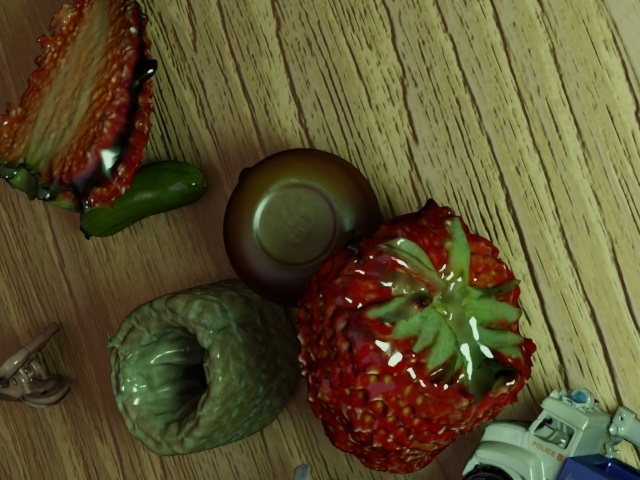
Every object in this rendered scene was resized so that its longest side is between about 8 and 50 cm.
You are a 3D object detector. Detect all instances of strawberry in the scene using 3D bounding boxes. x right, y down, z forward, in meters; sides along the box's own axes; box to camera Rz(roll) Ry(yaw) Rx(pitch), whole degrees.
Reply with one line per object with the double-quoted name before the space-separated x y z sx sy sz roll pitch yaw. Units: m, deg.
"strawberry" 0.083 0.108 1.606 0.258 0.261 0.261 -35 75 47
"strawberry" -0.271 -0.169 1.976 0.233 0.138 0.306 15 74 41

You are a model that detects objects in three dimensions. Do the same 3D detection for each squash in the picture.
"squash" -0.235 -0.055 2.009 0.258 0.069 0.069 -18 87 44

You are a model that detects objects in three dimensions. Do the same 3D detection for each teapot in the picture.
"teapot" 0.000 0.000 1.768 0.252 0.135 0.178 41 97 9

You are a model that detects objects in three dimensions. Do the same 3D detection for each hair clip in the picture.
"hair clip" -0.425 0.176 2.221 0.138 0.123 0.102 5 123 39

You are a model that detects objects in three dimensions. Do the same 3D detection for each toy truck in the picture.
"toy truck" 0.252 0.239 1.553 0.213 0.161 0.177 28 101 30

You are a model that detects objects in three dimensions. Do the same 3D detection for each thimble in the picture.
"thimble" -0.144 0.155 1.914 0.229 0.148 0.196 -22 84 46

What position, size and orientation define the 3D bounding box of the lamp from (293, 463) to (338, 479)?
"lamp" 0.023 0.364 1.779 0.301 0.247 0.247 -21 54 38
